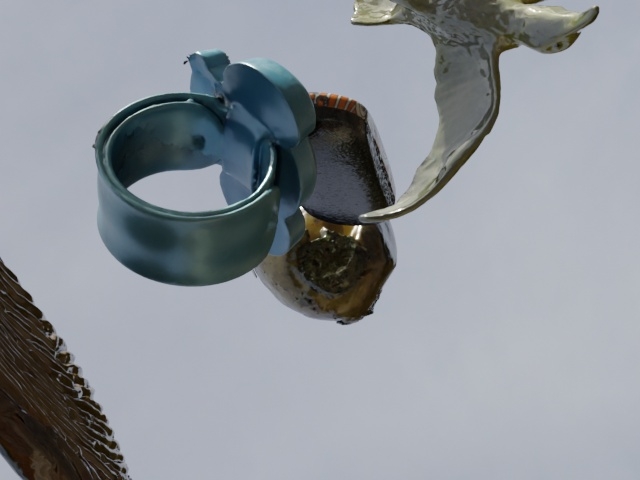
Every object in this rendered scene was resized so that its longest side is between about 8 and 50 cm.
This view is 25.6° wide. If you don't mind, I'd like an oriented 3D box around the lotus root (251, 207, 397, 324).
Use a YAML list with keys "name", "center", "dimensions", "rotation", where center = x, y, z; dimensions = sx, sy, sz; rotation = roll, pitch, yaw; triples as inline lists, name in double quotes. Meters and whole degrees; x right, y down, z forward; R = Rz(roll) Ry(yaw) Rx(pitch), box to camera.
- name: "lotus root"
  center: [0.000, 0.000, 1.835]
  dimensions: [0.196, 0.397, 0.179]
  rotation: [31, -84, -6]

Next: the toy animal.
- name: "toy animal"
  center: [0.075, -0.115, 0.721]
  dimensions: [0.095, 0.155, 0.219]
  rotation: [34, -104, -11]

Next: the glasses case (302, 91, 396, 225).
- name: "glasses case"
  center: [0.015, -0.079, 1.449]
  dimensions: [0.266, 0.103, 0.067]
  rotation: [66, -153, -66]

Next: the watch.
- name: "watch"
  center: [-0.113, -0.059, 1.270]
  dimensions: [0.193, 0.211, 0.211]
  rotation: [-30, -76, -31]

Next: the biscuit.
- name: "biscuit"
  center: [-0.243, 0.088, 1.099]
  dimensions: [0.040, 0.318, 0.318]
  rotation: [-35, -68, -1]
